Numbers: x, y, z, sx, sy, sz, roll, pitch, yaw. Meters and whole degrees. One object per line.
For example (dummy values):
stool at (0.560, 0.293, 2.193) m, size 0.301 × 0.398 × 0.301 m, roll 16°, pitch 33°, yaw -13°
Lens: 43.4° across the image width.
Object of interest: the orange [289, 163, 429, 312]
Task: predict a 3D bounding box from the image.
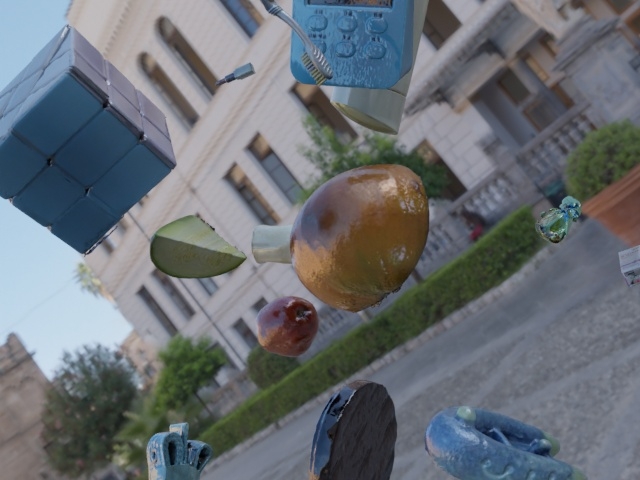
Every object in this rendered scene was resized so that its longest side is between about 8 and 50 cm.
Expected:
orange at (0.076, -0.010, 1.570) m, size 0.310 × 0.274 × 0.274 m, roll -18°, pitch 0°, yaw 15°

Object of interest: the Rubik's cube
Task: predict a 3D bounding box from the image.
Rubik's cube at (-0.387, -0.159, 1.276) m, size 0.231 × 0.224 × 0.221 m, roll -41°, pitch 34°, yaw 10°

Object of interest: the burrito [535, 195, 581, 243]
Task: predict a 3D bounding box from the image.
burrito at (0.482, -0.044, 1.622) m, size 0.104 × 0.054 × 0.288 m, roll -42°, pitch -6°, yaw 11°

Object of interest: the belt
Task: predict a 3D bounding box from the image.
belt at (-0.215, 0.428, 1.201) m, size 0.087 × 0.302 × 0.072 m, roll 9°, pitch -18°, yaw -30°

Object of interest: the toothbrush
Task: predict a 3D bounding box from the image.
toothbrush at (-0.099, -0.398, 1.247) m, size 0.037 × 0.375 × 0.028 m, roll -36°, pitch 1°, yaw 44°

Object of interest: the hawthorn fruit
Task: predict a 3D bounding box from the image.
hawthorn fruit at (-0.089, 0.241, 2.268) m, size 0.189 × 0.189 × 0.189 m, roll -38°, pitch -5°, yaw -4°

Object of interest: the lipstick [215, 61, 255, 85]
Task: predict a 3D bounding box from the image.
lipstick at (-0.214, -0.406, 1.992) m, size 0.107 × 0.025 × 0.025 m, roll -21°, pitch -13°, yaw 17°

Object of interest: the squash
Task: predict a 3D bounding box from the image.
squash at (-0.323, 0.049, 2.032) m, size 0.111 × 0.203 × 0.289 m, roll -50°, pitch 2°, yaw 15°

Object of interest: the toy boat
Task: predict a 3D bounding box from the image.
toy boat at (0.364, 0.396, 1.582) m, size 0.215 × 0.329 × 0.123 m, roll -111°, pitch 38°, yaw -69°

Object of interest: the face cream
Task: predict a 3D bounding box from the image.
face cream at (0.134, -0.428, 1.861) m, size 0.081 × 0.173 × 0.349 m, roll 128°, pitch 156°, yaw -83°

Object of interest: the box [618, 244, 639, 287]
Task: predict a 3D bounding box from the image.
box at (0.607, 0.048, 1.552) m, size 0.050 × 0.036 × 0.117 m, roll -22°, pitch 10°, yaw 24°

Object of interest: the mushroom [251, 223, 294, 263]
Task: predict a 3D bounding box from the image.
mushroom at (0.034, 0.008, 2.108) m, size 0.356 × 0.315 × 0.315 m, roll -20°, pitch 10°, yaw 46°

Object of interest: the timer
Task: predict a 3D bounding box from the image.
timer at (0.057, -0.423, 1.526) m, size 0.231 × 0.250 × 0.091 m, roll 7°, pitch 24°, yaw 19°

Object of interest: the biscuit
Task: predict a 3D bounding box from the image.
biscuit at (0.090, 0.589, 2.237) m, size 0.091 × 0.408 × 0.407 m, roll 5°, pitch 20°, yaw 31°
